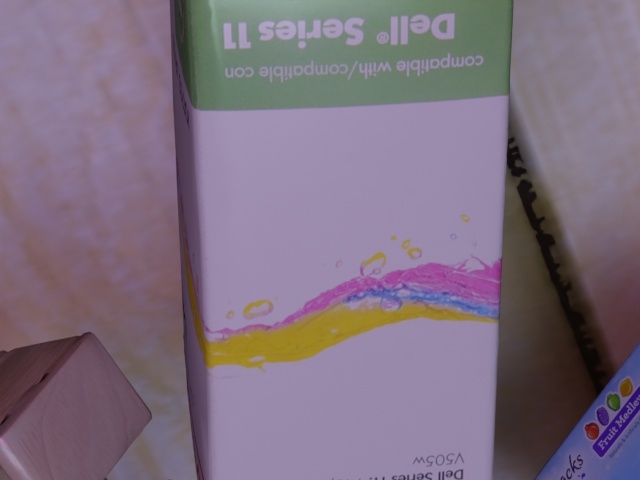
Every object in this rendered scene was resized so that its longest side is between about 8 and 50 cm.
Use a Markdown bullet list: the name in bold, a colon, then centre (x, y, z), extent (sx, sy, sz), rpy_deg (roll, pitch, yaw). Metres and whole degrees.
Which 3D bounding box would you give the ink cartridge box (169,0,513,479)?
- **ink cartridge box**: centre (0.000, 0.000, 0.770), extent (0.119, 0.207, 0.353), rpy_deg (-4, 118, -5)

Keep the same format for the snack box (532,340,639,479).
- **snack box**: centre (0.183, 0.126, 0.869), extent (0.207, 0.070, 0.174), rpy_deg (8, 124, -47)

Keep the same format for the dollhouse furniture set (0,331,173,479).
- **dollhouse furniture set**: centre (-0.160, 0.234, 0.827), extent (0.286, 0.198, 0.303), rpy_deg (-13, 118, 45)
